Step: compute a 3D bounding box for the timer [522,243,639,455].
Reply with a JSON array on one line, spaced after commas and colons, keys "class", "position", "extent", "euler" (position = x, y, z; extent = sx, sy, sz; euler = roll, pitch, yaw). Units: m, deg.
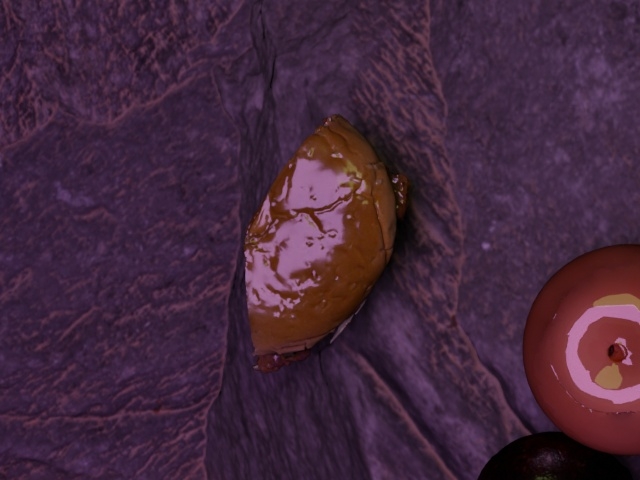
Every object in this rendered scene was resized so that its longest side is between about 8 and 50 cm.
[{"class": "timer", "position": [0.334, 0.116, 1.774], "extent": [0.229, 0.215, 0.230], "euler": [0, 90, 19]}]

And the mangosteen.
[{"class": "mangosteen", "position": [0.260, 0.312, 1.819], "extent": [0.209, 0.210, 0.210], "euler": [0, 91, 25]}]

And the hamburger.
[{"class": "hamburger", "position": [0.000, 0.000, 1.966], "extent": [0.245, 0.155, 0.282], "euler": [-14, 90, 17]}]
